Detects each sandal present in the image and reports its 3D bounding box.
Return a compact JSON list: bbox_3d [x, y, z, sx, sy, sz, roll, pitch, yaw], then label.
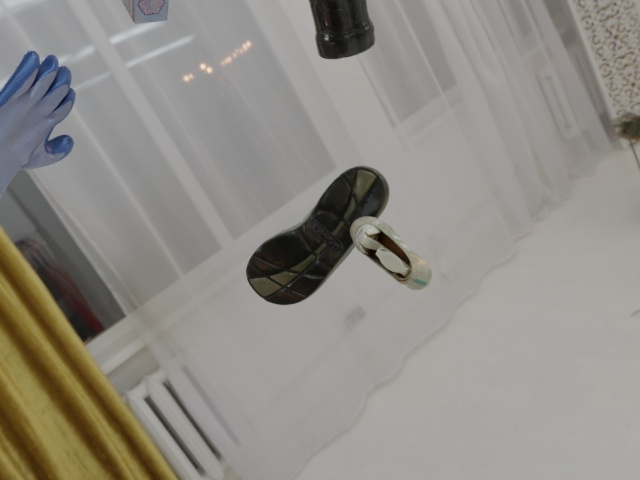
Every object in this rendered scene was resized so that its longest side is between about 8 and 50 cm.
[{"bbox_3d":[0.002,0.000,0.927,0.303,0.120,0.086,-41,-5,16],"label":"sandal"}]

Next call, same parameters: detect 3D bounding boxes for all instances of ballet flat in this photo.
[{"bbox_3d":[0.087,0.009,0.764,0.168,0.052,0.057,38,108,43],"label":"ballet flat"}]

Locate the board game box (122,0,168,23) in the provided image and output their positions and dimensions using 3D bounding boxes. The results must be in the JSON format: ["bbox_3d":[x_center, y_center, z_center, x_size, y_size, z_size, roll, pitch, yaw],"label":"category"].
[{"bbox_3d":[-0.328,-0.590,0.896,0.066,0.318,0.318,-19,-25,-29],"label":"board game box"}]

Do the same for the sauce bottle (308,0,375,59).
[{"bbox_3d":[-0.005,-0.364,0.559,0.111,0.344,0.111,-12,35,9],"label":"sauce bottle"}]

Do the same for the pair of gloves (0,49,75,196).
[{"bbox_3d":[-0.260,-0.123,0.434,0.023,0.198,0.159,5,58,14],"label":"pair of gloves"}]
